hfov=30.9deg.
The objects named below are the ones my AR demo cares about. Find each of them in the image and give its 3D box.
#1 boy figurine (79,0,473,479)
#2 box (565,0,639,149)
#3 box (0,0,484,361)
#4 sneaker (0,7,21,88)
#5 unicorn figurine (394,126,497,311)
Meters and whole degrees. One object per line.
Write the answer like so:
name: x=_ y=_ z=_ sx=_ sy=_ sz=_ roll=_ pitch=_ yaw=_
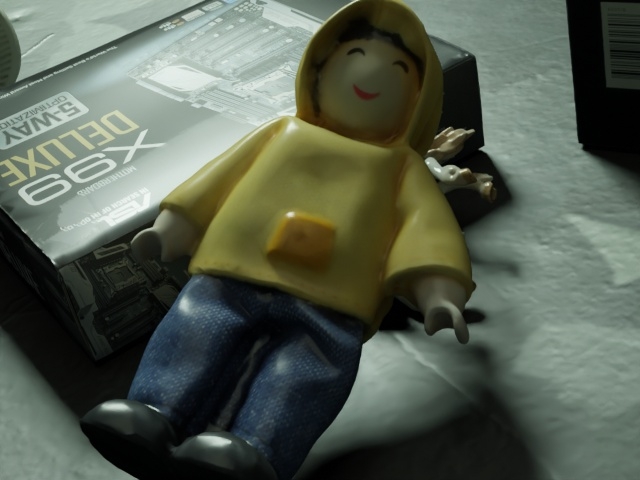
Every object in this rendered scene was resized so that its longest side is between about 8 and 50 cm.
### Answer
boy figurine: x=0.000 y=0.000 z=0.585 sx=0.177 sy=0.092 sz=0.285 roll=19 pitch=65 yaw=19
box: x=0.228 y=-0.162 z=0.751 sx=0.093 sy=0.156 sz=0.158 roll=9 pitch=40 yaw=30
box: x=-0.083 y=-0.071 z=0.789 sx=0.307 sy=0.077 sz=0.242 roll=-29 pitch=38 yaw=-22
sneaker: x=-0.421 y=-0.113 z=0.926 sx=0.350 sy=0.131 sz=0.148 roll=-21 pitch=29 yaw=-22
unicorn figurine: x=0.037 y=0.000 z=0.673 sx=0.111 sy=0.060 sz=0.162 roll=-2 pitch=35 yaw=28
